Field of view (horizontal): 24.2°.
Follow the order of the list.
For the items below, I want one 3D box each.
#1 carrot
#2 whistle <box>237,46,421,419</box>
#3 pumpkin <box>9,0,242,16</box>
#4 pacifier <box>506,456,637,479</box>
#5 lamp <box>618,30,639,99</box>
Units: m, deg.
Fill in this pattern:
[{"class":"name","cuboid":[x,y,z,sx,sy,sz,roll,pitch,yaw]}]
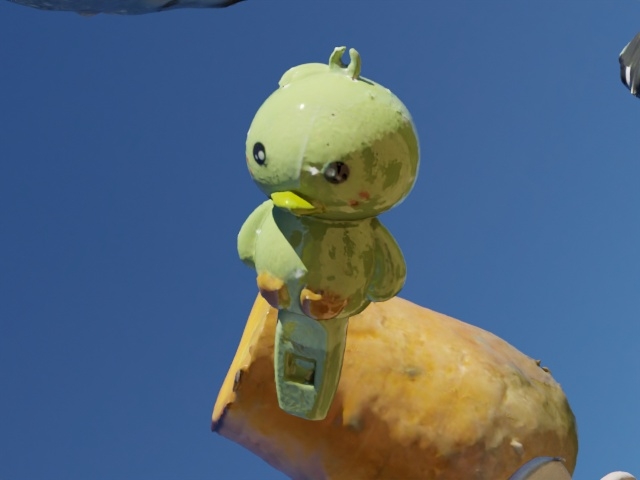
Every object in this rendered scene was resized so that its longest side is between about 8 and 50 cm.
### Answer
[{"class":"carrot","cuboid":[0.073,0.168,1.439,0.224,0.340,0.224,-63,8,16]},{"class":"whistle","cuboid":[-0.004,-0.001,1.139,0.141,0.141,0.294,0,-77,-59]},{"class":"pumpkin","cuboid":[-0.072,-0.225,0.713,0.293,0.263,0.197,-15,-18,-5]},{"class":"pacifier","cuboid":[0.212,0.301,1.202,0.273,0.220,0.332,-31,-29,25]},{"class":"lamp","cuboid":[0.308,-0.048,0.803,0.182,0.314,0.182,-38,-16,-13]}]
